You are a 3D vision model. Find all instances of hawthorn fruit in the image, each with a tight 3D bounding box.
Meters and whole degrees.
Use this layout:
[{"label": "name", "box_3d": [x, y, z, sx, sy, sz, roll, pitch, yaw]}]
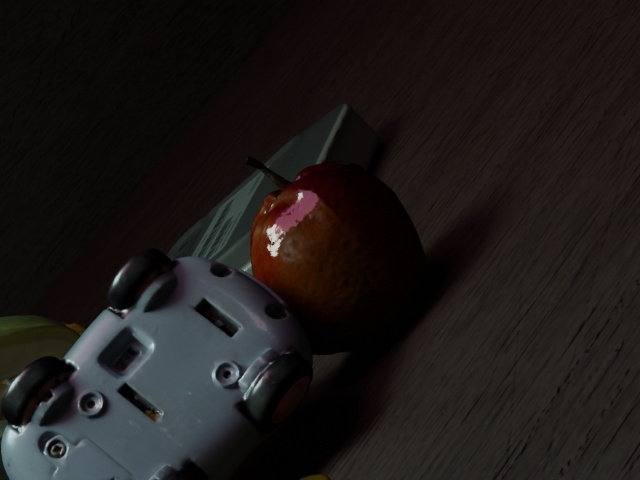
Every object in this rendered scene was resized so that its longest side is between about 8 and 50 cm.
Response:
[{"label": "hawthorn fruit", "box_3d": [0.000, 0.000, 1.497, 0.157, 0.194, 0.157, -36, 7, 5]}]

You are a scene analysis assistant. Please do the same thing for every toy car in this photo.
[{"label": "toy car", "box_3d": [-0.126, 0.156, 1.437, 0.270, 0.180, 0.212, -48, -20, -17]}]

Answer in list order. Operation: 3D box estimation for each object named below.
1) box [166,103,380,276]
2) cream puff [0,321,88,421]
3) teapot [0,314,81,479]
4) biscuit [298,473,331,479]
[{"label": "box", "box_3d": [-0.105, 0.025, 2.037, 0.373, 0.090, 0.367, -39, 13, 29]}, {"label": "cream puff", "box_3d": [-0.289, 0.199, 1.856, 0.269, 0.155, 0.241, -19, 64, 52]}, {"label": "teapot", "box_3d": [-0.303, 0.233, 1.555, 0.239, 0.321, 0.239, -17, 7, 41]}, {"label": "biscuit", "box_3d": [-0.067, 0.250, 1.290, 0.236, 0.039, 0.180, -35, 15, 38]}]
